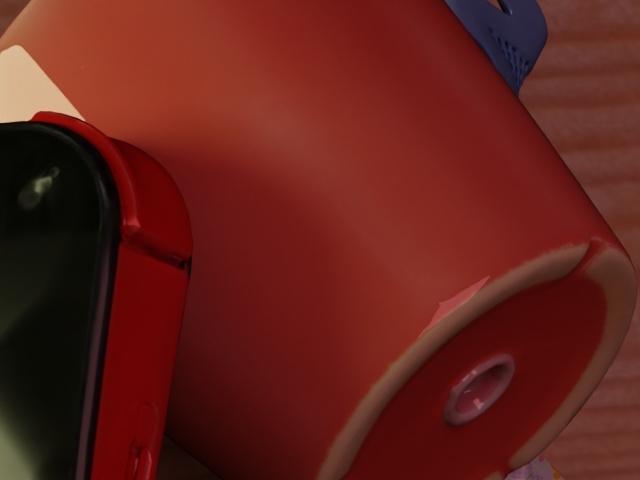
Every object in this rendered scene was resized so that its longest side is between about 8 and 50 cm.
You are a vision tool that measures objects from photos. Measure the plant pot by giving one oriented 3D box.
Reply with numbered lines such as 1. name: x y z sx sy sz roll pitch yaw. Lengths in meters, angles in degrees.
1. plant pot: 0.000 0.000 0.899 0.275 0.275 0.243 -27 56 -27

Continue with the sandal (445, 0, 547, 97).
1. sandal: 0.079 -0.116 1.103 0.138 0.126 0.317 -4 74 -28

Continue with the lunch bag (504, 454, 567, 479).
1. lunch bag: 0.105 0.163 1.043 0.071 0.053 0.083 46 71 2

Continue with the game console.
1. game console: -0.243 0.116 0.793 0.386 0.060 0.342 -4 69 26
